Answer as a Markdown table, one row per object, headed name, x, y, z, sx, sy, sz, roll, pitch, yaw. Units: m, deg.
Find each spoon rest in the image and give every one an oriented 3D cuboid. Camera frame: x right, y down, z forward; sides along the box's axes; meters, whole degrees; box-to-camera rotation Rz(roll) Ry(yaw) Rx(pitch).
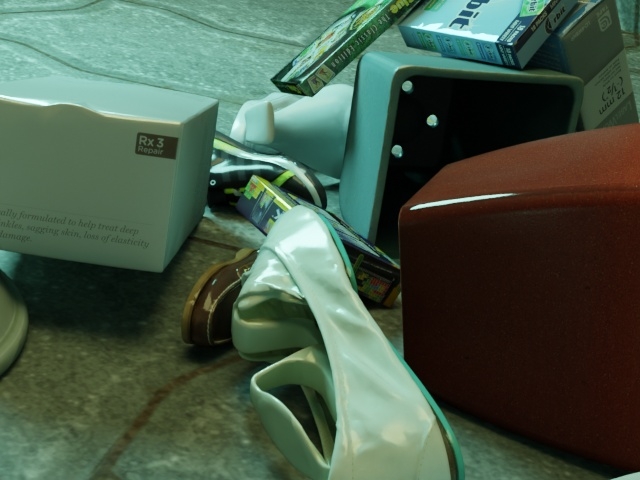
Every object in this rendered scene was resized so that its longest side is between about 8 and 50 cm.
| name | x | y | z | sx | sy | sz | roll | pitch | yaw |
| --- | --- | --- | --- | --- | --- | --- | --- | --- | --- |
| spoon rest | -0.010 | -0.154 | 1.594 | 0.084 | 0.137 | 0.276 | -1 | 0 | 38 |

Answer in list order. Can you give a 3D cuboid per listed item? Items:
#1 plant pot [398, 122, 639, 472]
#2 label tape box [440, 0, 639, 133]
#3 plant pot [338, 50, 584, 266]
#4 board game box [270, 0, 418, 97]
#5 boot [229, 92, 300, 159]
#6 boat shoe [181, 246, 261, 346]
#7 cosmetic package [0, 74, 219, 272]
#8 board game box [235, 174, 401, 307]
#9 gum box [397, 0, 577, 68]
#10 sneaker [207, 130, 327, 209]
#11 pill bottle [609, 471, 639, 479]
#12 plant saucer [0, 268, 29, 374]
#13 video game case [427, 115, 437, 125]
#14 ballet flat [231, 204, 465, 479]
| name | x | y | z | sx | sy | sz | roll | pitch | yaw |
| --- | --- | --- | --- | --- | --- | --- | --- | --- | --- |
| plant pot | 0.214 | 0.035 | 1.122 | 0.236 | 0.267 | 0.267 | 4 | 19 | 22 |
| label tape box | 0.303 | -0.207 | 1.599 | 0.115 | 0.347 | 0.249 | -44 | 45 | -17 |
| plant pot | 0.146 | -0.125 | 1.474 | 0.248 | 0.247 | 0.252 | 1 | 22 | -19 |
| board game box | 0.054 | -0.282 | 1.502 | 0.260 | 0.030 | 0.136 | -43 | 18 | -7 |
| boot | -0.041 | -0.155 | 1.665 | 0.123 | 0.095 | 0.258 | 12 | 24 | 12 |
| boat shoe | -0.073 | 0.054 | 1.175 | 0.073 | 0.073 | 0.207 | 13 | 23 | 15 |
| cosmetic package | -0.236 | -0.086 | 1.253 | 0.217 | 0.156 | 0.385 | 9 | 11 | 1 |
| board game box | 0.000 | 0.000 | 1.301 | 0.141 | 0.048 | 0.170 | 24 | 10 | -35 |
| gum box | 0.213 | -0.291 | 1.432 | 0.184 | 0.041 | 0.157 | 19 | 61 | 43 |
| sneaker | -0.103 | -0.065 | 1.484 | 0.235 | 0.084 | 0.097 | 22 | 55 | 26 |
| pill bottle | 0.221 | 0.298 | 0.503 | 0.224 | 0.224 | 0.392 | 3 | 23 | -15 |
| plant saucer | -0.466 | 0.035 | 1.041 | 0.400 | 0.100 | 0.400 | 8 | 22 | -3 |
| video game case | 0.276 | -0.181 | 1.926 | 0.329 | 0.036 | 0.300 | 18 | 24 | 22 |
| ballet flat | -0.009 | 0.094 | 1.014 | 0.139 | 0.139 | 0.400 | -1 | 33 | -22 |
